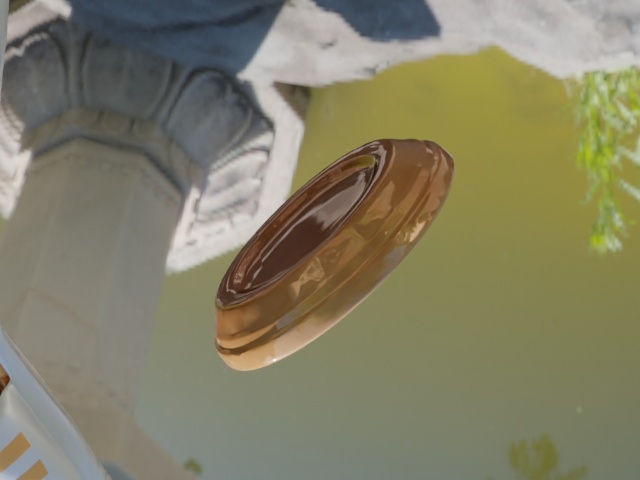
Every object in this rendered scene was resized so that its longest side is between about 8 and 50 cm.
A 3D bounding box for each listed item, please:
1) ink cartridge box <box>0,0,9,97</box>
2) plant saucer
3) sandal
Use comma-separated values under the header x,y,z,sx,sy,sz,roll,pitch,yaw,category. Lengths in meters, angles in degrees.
x,y,z,sx,sy,sz,roll,pitch,yaw,category
-0.197,-0.108,0.287,0.091,0.385,0.308,-24,132,14,ink cartridge box
0.000,0.000,0.854,0.200,0.200,0.037,-32,109,33,plant saucer
-0.205,0.094,0.770,0.102,0.076,0.265,8,131,60,sandal
